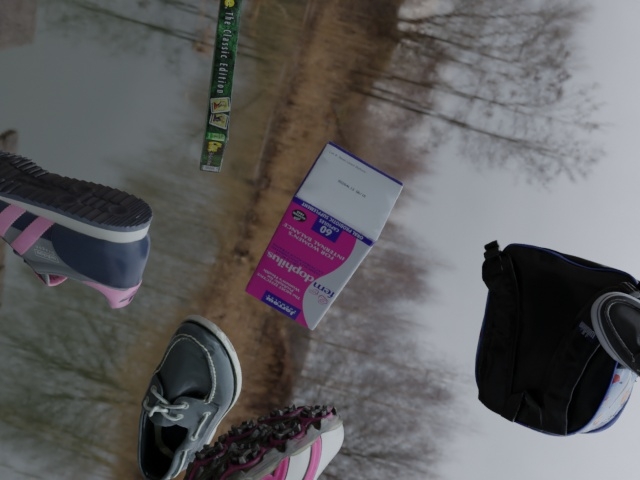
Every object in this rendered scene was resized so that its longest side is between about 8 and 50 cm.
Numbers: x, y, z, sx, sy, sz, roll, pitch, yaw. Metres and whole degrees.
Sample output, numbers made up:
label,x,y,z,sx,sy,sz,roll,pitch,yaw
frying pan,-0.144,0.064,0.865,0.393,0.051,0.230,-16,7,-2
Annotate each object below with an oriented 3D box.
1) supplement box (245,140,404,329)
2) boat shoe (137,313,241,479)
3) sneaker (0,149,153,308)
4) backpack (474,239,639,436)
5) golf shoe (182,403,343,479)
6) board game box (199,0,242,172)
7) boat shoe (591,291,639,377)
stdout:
label,x,y,z,sx,sy,sz,roll,pitch,yaw
supplement box,0.000,0.000,1.070,0.114,0.111,0.220,-61,-179,-39
boat shoe,-0.194,0.233,1.167,0.099,0.116,0.319,-43,161,-44
sneaker,-0.341,-0.016,0.963,0.112,0.319,0.131,-36,141,-55
backpack,0.362,0.158,1.261,0.277,0.213,0.263,20,-91,46
golf shoe,-0.047,0.162,0.477,0.186,0.068,0.085,-32,105,-43
board game box,-0.114,-0.222,0.987,0.136,0.030,0.259,144,-47,-74
boat shoe,0.417,0.154,0.996,0.080,0.228,0.076,-33,170,-4
